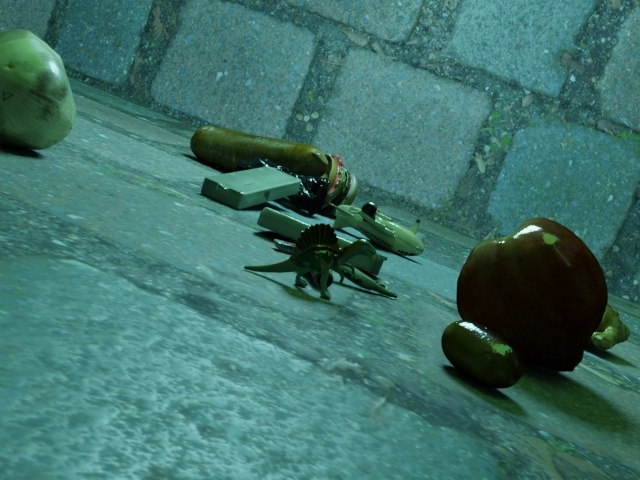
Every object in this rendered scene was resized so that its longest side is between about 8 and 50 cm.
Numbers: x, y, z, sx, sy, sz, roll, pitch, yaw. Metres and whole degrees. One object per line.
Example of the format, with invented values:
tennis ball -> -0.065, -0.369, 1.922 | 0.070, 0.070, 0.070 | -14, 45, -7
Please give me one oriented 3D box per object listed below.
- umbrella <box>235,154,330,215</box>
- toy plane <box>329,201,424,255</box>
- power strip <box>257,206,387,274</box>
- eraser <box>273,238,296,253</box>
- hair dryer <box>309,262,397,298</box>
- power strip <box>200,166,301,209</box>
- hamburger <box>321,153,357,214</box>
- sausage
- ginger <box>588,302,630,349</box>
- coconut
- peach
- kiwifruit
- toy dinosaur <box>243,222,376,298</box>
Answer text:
umbrella -> -0.106, -0.153, 2.157 | 0.272, 0.110, 0.122 | 21, 16, 23
toy plane -> 0.146, -0.033, 2.047 | 0.256, 0.104, 0.242 | 16, -9, 12
power strip -> 0.000, 0.000, 1.568 | 0.270, 0.046, 0.118 | 23, 2, 14
eraser -> -0.043, 0.016, 1.487 | 0.099, 0.019, 0.027 | 14, 11, -34
hair dryer -> 0.044, 0.066, 1.350 | 0.199, 0.067, 0.167 | 35, 17, -4
power strip -> -0.153, -0.130, 1.918 | 0.106, 0.043, 0.367 | 24, 17, 16
hamburger -> 0.027, -0.148, 2.293 | 0.137, 0.175, 0.175 | 36, -1, -33
sausage -> -0.176, -0.244, 2.324 | 0.500, 0.123, 0.136 | 16, -31, 34
ginger -> 0.561, 0.166, 1.755 | 0.157, 0.102, 0.216 | -21, 40, -36
coconut -> -0.549, -0.268, 1.451 | 0.224, 0.224, 0.224 | 21, 8, -3
peach -> 0.347, 0.100, 1.301 | 0.232, 0.257, 0.232 | -22, -1, 0
kiwifruit -> 0.213, 0.151, 1.072 | 0.075, 0.075, 0.124 | 13, 16, -45
toy dinosaur -> -0.011, 0.022, 1.222 | 0.187, 0.106, 0.044 | 20, 8, -11
